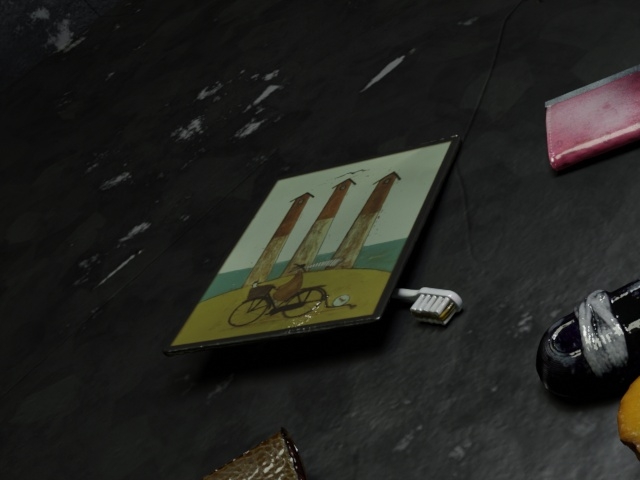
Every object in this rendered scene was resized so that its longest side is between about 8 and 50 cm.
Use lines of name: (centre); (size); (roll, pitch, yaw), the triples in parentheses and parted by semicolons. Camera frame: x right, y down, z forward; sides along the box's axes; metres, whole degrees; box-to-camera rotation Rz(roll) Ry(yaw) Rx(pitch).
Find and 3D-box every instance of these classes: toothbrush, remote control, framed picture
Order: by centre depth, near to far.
remote control: (0.275, 0.037, 0.815); (0.266, 0.066, 0.090); (-24, 26, 15)
toothbrush: (0.007, 0.048, 1.113); (0.342, 0.025, 0.030); (7, 47, 49)
framed picture: (0.000, 0.000, 1.162); (0.244, 0.013, 0.324); (-11, 31, 29)

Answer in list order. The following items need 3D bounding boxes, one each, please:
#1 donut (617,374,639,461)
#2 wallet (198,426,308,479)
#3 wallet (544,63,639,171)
donut: (0.280, 0.106, 0.694); (0.178, 0.065, 0.162); (-31, 21, 1)
wallet: (-0.109, 0.259, 0.884); (0.243, 0.039, 0.133); (-33, 39, 6)
wallet: (0.328, -0.140, 1.078); (0.232, 0.025, 0.119); (-21, 32, 23)
